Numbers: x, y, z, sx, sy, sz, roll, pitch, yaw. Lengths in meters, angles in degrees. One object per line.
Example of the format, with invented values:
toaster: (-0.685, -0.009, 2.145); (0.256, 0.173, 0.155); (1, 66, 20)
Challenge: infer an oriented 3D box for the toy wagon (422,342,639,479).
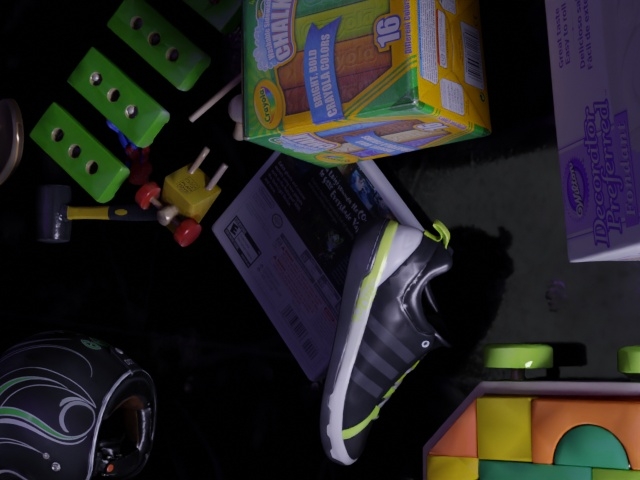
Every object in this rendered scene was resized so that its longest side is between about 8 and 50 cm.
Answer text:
toy wagon: (0.232, 0.211, 1.083); (0.344, 0.068, 0.267); (-3, 86, 38)

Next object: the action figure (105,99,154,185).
action figure: (-0.187, -0.096, 1.448); (0.038, 0.030, 0.115); (-33, 72, 37)

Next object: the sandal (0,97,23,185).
sandal: (-0.382, -0.083, 1.584); (0.180, 0.049, 0.072); (-42, 64, 28)

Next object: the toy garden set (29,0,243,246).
toy garden set: (-0.135, -0.133, 1.388); (0.204, 0.049, 0.244); (42, 101, 21)

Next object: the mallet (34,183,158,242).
mallet: (-0.218, -0.019, 1.466); (0.190, 0.039, 0.062); (9, 93, 34)

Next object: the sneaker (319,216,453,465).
sneaker: (0.060, 0.092, 1.211); (0.097, 0.084, 0.234); (12, 113, 6)

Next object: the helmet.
helmet: (-0.257, 0.171, 1.405); (0.162, 0.169, 0.169); (11, 95, 22)

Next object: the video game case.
video game case: (0.000, 0.000, 1.303); (0.173, 0.022, 0.190); (-49, 60, 26)

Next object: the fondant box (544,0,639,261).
fondant box: (0.256, -0.119, 0.951); (0.330, 0.096, 0.238); (150, 117, -76)

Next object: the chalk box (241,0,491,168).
chalk box: (0.016, -0.142, 1.209); (0.213, 0.132, 0.132); (-10, 77, 31)
